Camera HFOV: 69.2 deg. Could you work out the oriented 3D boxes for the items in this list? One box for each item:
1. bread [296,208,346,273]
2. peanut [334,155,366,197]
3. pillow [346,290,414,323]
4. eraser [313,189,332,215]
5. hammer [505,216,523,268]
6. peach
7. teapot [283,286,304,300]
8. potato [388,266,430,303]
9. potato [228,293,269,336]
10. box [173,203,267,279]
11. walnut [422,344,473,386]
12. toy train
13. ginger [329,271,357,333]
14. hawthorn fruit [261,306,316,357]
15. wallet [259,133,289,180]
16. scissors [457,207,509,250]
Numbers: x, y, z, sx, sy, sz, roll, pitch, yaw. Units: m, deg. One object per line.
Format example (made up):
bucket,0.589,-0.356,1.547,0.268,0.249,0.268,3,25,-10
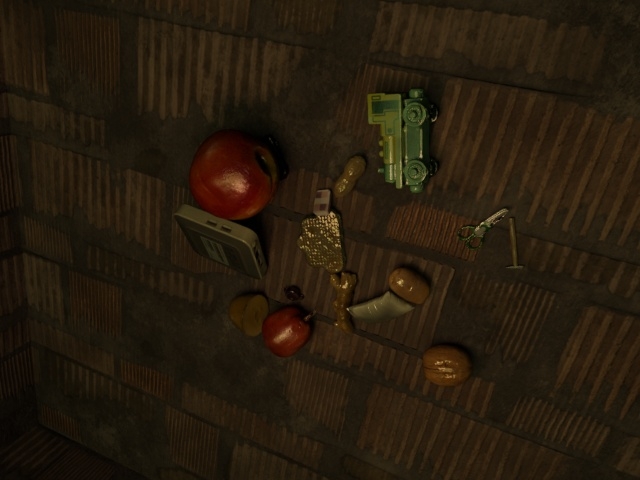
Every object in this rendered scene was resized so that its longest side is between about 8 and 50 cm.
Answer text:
bread,0.000,0.000,1.945,0.207,0.056,0.286,2,109,17
peanut,0.111,-0.244,1.800,0.082,0.082,0.187,37,117,6
pillow,0.241,0.277,1.899,0.144,0.078,0.254,40,137,-22
eraser,0.010,-0.152,1.871,0.065,0.026,0.105,-3,67,25
hammer,0.702,0.011,1.698,0.062,0.013,0.199,-5,106,23
peach,-0.341,-0.250,1.801,0.372,0.290,0.373,11,125,16
teapot,-0.120,0.237,2.085,0.100,0.045,0.068,23,140,-6
potato,0.351,0.176,1.837,0.178,0.109,0.118,33,134,-12
potato,-0.351,0.327,2.152,0.158,0.178,0.203,18,140,31
box,-0.418,0.017,1.986,0.373,0.090,0.367,22,155,14
walnut,0.510,0.504,1.870,0.197,0.165,0.165,3,110,29
toy train,0.294,-0.351,1.662,0.237,0.150,0.369,6,111,28
ginger,0.105,0.272,1.990,0.118,0.065,0.299,-4,109,3
hawthorn fruit,-0.126,0.389,2.057,0.299,0.211,0.211,-33,94,19
wallet,-0.311,-0.287,1.968,0.377,0.051,0.197,-23,96,26
scissors,0.604,-0.053,1.706,0.101,0.027,0.204,44,120,-1
